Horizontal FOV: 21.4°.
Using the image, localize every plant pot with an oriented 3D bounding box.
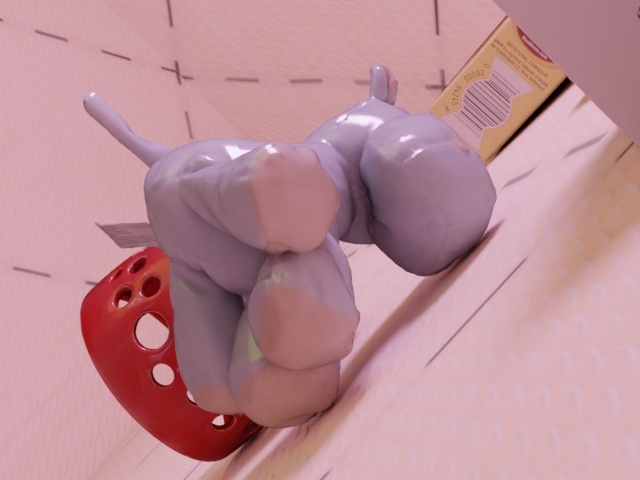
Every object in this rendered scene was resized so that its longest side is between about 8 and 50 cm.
[{"bbox_3d":[-0.084,0.066,1.458,0.174,0.191,0.191,-42,4,19],"label":"plant pot"}]

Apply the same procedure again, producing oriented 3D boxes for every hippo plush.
[{"bbox_3d":[0.000,0.000,1.300,0.236,0.234,0.294,-17,23,-32],"label":"hippo plush"}]

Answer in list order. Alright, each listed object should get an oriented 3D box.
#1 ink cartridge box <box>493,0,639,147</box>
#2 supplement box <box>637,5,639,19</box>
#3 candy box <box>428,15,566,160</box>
[{"bbox_3d":[0.205,-0.212,1.028,0.197,0.198,0.270,-44,2,19],"label":"ink cartridge box"},{"bbox_3d":[0.240,-0.148,0.775,0.188,0.081,0.104,-45,3,19],"label":"supplement box"},{"bbox_3d":[0.255,-0.239,1.705,0.316,0.087,0.183,-48,1,30],"label":"candy box"}]
